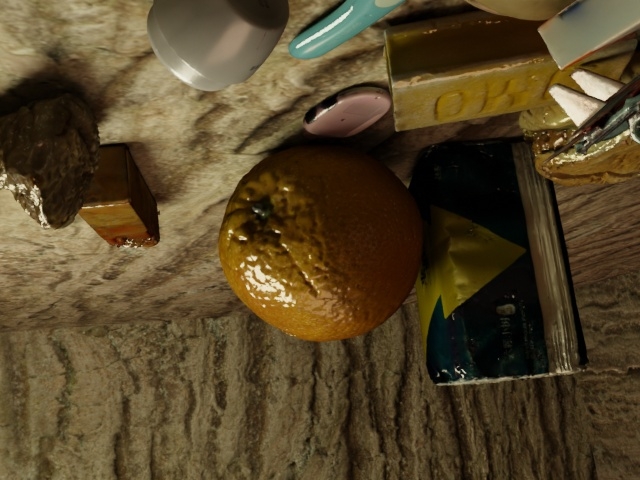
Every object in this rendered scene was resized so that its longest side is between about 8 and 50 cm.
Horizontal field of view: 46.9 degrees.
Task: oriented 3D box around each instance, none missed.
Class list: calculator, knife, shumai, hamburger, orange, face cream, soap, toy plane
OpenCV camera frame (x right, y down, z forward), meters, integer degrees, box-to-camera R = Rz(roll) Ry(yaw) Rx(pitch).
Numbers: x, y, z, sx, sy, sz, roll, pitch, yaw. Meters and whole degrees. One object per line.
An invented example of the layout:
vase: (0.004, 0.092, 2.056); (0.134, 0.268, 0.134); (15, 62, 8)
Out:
calculator: (0.034, -0.179, 1.062); (0.103, 0.024, 0.166); (1, 163, -35)
knife: (0.035, -0.245, 0.780); (0.064, 0.031, 0.222); (-3, 170, -36)
shumai: (-0.374, -0.109, 0.912); (0.175, 0.166, 0.206); (18, 161, -8)
hamburger: (0.436, -0.174, 1.070); (0.259, 0.145, 0.283); (-1, 161, -42)
orange: (0.000, 0.000, 1.198); (0.322, 0.322, 0.357); (-15, 154, 28)
face cream: (-0.095, -0.205, 0.685); (0.117, 0.117, 0.104); (6, 152, -44)
soap: (0.217, -0.213, 0.892); (0.274, 0.089, 0.173); (-9, 168, 6)
toy plane: (0.360, -0.172, 0.710); (0.223, 0.104, 0.326); (-33, -178, -35)

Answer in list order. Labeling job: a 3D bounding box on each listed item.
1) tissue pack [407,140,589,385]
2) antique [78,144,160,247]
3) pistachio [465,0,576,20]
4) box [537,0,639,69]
tissue pack: (0.304, 0.048, 1.343); (0.253, 0.417, 0.264); (-4, 168, -4)
antique: (-0.328, -0.058, 1.213); (0.087, 0.093, 0.310); (-6, 167, -6)
pistachio: (0.180, -0.257, 0.643); (0.184, 0.125, 0.124); (0, 165, -12)
box: (0.342, -0.248, 0.610); (0.265, 0.048, 0.273); (-29, -179, 40)
